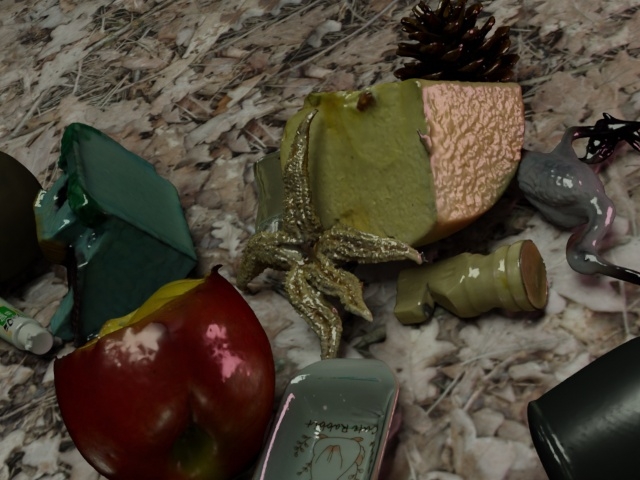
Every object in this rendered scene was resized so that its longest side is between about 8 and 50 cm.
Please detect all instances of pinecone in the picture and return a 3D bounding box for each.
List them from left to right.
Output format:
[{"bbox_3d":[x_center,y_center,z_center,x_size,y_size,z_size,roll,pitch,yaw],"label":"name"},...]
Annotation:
[{"bbox_3d":[0.210,-0.301,1.500,0.208,0.208,0.208,-15,41,14],"label":"pinecone"}]

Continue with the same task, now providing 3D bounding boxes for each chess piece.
[{"bbox_3d":[0.187,0.059,1.218,0.200,0.090,0.090,-12,41,34],"label":"chess piece"}]

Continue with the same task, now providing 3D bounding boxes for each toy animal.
[{"bbox_3d":[0.338,-0.065,1.247,0.195,0.090,0.324,-4,43,25],"label":"toy animal"}]

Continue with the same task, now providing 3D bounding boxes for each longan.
[{"bbox_3d":[-0.598,-0.036,1.608,0.258,0.258,0.258,-15,41,14],"label":"longan"}]

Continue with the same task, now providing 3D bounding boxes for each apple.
[{"bbox_3d":[0.101,-0.130,1.333,0.309,0.252,0.314,-6,46,52],"label":"apple"}]

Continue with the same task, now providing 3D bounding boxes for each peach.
[{"bbox_3d":[-0.195,0.149,1.165,0.281,0.281,0.338,-28,40,-1],"label":"peach"}]

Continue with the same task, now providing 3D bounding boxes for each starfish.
[{"bbox_3d":[0.014,0.020,1.259,0.293,0.084,0.301,45,114,43],"label":"starfish"}]

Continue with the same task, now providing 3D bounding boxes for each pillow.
[{"bbox_3d":[-0.048,-0.087,1.526,0.130,0.033,0.217,-18,41,12],"label":"pillow"}]

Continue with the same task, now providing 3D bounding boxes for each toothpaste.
[{"bbox_3d":[-0.534,0.126,1.555,0.058,0.056,0.314,1,12,-45],"label":"toothpaste"}]

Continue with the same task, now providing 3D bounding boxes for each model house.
[{"bbox_3d":[-0.369,0.003,1.494,0.249,0.230,0.280,-46,35,15],"label":"model house"}]

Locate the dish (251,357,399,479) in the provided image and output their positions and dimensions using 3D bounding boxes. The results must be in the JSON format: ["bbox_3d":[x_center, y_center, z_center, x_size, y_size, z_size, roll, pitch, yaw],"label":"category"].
[{"bbox_3d":[0.018,0.242,1.113,0.154,0.064,0.234,-3,46,26],"label":"dish"}]

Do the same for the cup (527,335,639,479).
[{"bbox_3d":[0.315,0.218,0.921,0.176,0.169,0.223,-26,70,7],"label":"cup"}]

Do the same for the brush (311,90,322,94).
[{"bbox_3d":[0.024,-0.223,1.646,0.070,0.021,0.196,-32,38,-5],"label":"brush"}]
